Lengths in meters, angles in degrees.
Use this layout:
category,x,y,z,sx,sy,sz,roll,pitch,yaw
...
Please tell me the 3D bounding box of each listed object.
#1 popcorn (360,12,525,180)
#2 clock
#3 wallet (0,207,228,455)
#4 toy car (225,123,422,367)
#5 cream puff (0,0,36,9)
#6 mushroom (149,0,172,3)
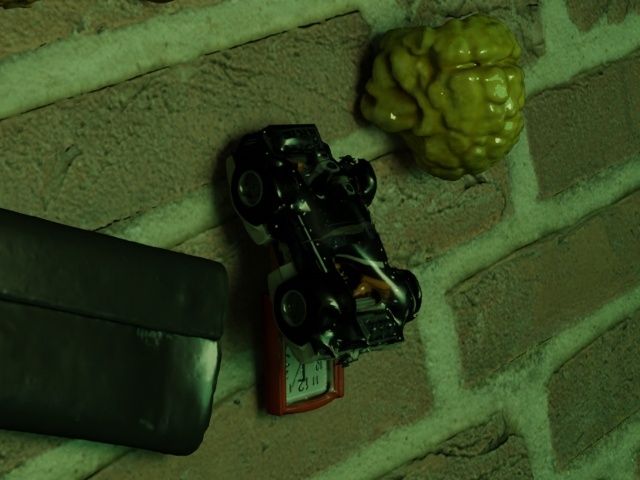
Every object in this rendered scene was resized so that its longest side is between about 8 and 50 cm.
category,x,y,z,sx,sy,sz,roll,pitch,yaw
popcorn,0.154,-0.181,1.955,0.203,0.226,0.200,-3,81,-12
clock,-0.027,0.131,1.880,0.113,0.061,0.155,-12,104,-44
wallet,-0.270,0.096,1.625,0.406,0.062,0.228,15,82,-45
toy car,-0.002,0.000,1.804,0.193,0.118,0.301,-7,67,-45
cream puff,-0.271,-0.360,1.441,0.343,0.231,0.327,32,85,-43
mushroom,-0.161,-0.324,1.704,0.088,0.073,0.129,37,58,-3
